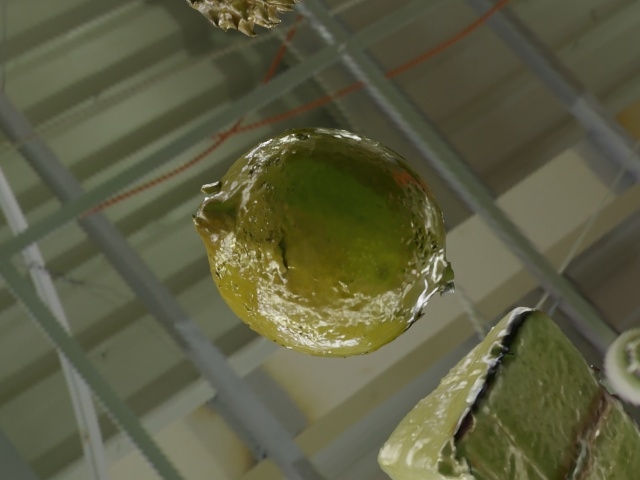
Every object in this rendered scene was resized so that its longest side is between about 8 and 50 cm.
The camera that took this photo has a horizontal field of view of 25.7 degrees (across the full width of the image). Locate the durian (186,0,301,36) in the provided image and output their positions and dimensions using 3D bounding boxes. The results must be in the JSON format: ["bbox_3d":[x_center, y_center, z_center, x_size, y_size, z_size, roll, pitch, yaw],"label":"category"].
[{"bbox_3d":[-0.061,-0.349,1.466,0.196,0.305,0.185,1,-138,31],"label":"durian"}]

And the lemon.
[{"bbox_3d":[0.000,0.000,1.062,0.206,0.173,0.173,18,-123,-22],"label":"lemon"}]

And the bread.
[{"bbox_3d":[0.235,0.223,1.387,0.236,0.198,0.263,-45,-75,-17],"label":"bread"}]
